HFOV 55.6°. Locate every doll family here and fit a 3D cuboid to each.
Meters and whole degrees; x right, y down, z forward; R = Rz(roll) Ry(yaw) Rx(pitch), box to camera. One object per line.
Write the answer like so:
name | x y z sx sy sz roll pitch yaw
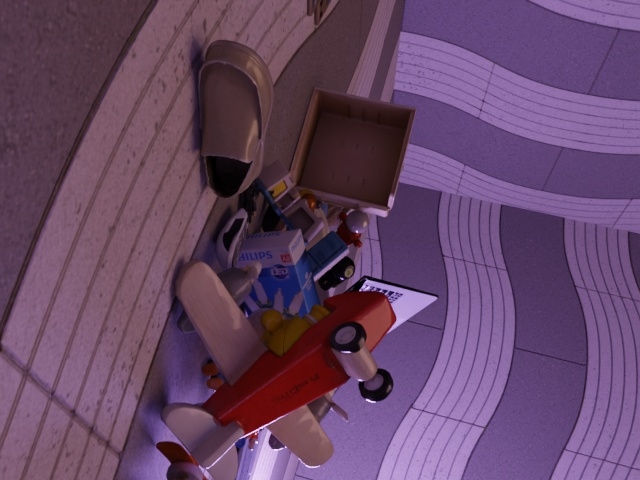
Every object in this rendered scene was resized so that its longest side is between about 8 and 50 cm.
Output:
doll family | -0.183 0.289 1.229 0.163 0.119 0.262 11 74 -75

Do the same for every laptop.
laptop | 0.077 0.295 1.710 0.382 0.408 0.236 -45 -140 44

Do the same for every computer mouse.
computer mouse | -0.155 -0.023 1.094 0.106 0.042 0.193 101 3 -45

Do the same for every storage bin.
storage bin | 0.081 -0.221 1.535 0.123 0.263 0.260 79 26 -74

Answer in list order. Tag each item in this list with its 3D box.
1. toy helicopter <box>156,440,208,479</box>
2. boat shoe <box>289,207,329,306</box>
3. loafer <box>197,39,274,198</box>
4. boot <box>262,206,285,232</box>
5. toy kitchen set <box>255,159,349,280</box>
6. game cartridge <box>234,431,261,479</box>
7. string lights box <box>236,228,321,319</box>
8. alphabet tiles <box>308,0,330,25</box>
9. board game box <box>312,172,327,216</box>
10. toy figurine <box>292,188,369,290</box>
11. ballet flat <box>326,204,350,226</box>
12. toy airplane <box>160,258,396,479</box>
toy helicopter | -0.255 0.483 1.055 0.355 0.140 0.234 109 -10 -66
boat shoe | -0.038 0.055 1.653 0.097 0.117 0.324 -178 -97 -66
loafer | -0.125 -0.160 0.881 0.268 0.102 0.092 93 8 -51
boot | -0.104 -0.037 1.400 0.114 0.037 0.106 95 13 -63
toy kitchen set | -0.057 -0.032 1.246 0.122 0.207 0.166 -41 164 -5
game cartridge | -0.203 0.540 1.562 0.196 0.060 0.294 19 85 -77
string lights box | -0.078 0.111 1.199 0.076 0.134 0.259 -61 141 -58
alphabet tiles | 0.016 -0.659 1.306 0.342 0.011 0.285 91 16 -53
board game box | 0.007 -0.195 1.696 0.160 0.039 0.211 83 12 -65
toy figurine | 0.000 0.000 1.499 0.148 0.210 0.213 129 -16 -64
ballet flat | 0.068 -0.159 1.832 0.316 0.106 0.107 114 -21 -48
toy airplane | -0.095 0.225 1.055 0.272 0.385 0.385 -123 -132 -59
